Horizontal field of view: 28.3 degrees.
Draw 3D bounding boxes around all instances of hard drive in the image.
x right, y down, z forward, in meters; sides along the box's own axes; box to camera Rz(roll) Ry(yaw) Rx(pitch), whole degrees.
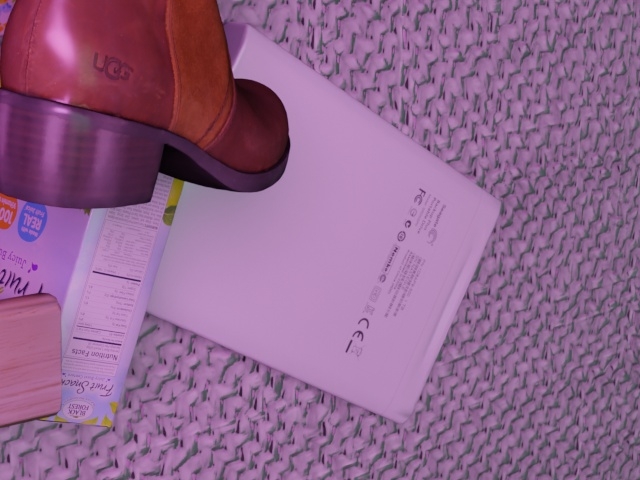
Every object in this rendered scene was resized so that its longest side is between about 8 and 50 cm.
[{"bbox_3d":[0.000,0.000,1.087,0.353,0.047,0.233,30,83,-43],"label":"hard drive"}]

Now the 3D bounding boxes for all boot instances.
[{"bbox_3d":[-0.069,-0.168,0.661,0.264,0.096,0.280,-10,113,-60],"label":"boot"}]

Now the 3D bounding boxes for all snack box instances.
[{"bbox_3d":[-0.181,-0.002,0.842,0.070,0.174,0.207,13,93,-44],"label":"snack box"}]

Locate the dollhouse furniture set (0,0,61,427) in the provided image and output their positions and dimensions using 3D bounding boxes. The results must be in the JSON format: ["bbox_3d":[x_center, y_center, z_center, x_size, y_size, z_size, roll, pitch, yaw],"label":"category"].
[{"bbox_3d":[-0.277,-0.111,0.672,0.362,0.256,0.394,-9,108,-39],"label":"dollhouse furniture set"}]
